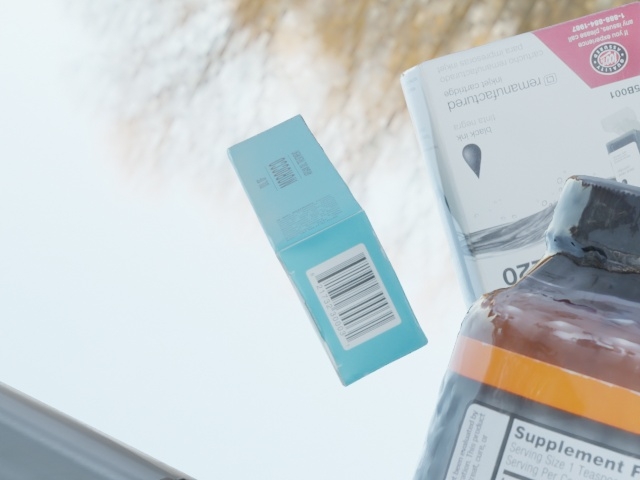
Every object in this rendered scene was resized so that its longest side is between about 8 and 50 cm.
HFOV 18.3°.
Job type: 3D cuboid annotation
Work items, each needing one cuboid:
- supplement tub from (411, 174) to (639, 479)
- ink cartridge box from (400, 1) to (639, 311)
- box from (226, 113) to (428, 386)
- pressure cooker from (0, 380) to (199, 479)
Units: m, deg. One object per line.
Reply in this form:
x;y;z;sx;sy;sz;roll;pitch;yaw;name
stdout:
0.077;0.084;0.585;0.106;0.197;0.106;18;178;1;supplement tub
0.159;-0.029;1.296;0.159;0.217;0.092;-16;-178;-5;ink cartridge box
0.000;0.000;1.282;0.100;0.060;0.244;64;179;-20;box
-0.182;0.292;1.233;0.420;0.375;0.370;22;-173;30;pressure cooker
